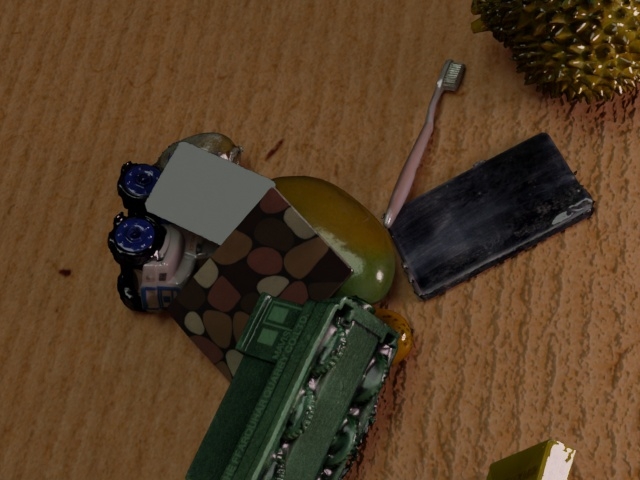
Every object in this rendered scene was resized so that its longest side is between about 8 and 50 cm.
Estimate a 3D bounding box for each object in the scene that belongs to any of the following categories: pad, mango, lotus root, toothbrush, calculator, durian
[{"bbox_3d":[-0.149,-0.060,1.918,0.157,0.003,0.112,25,78,18],"label":"pad"},{"bbox_3d":[0.067,0.124,1.831,0.114,0.057,0.079,1,62,36],"label":"mango"},{"bbox_3d":[-0.189,-0.114,2.098,0.165,0.088,0.088,-15,52,24],"label":"lotus root"},{"bbox_3d":[0.144,-0.138,1.981,0.030,0.025,0.307,10,57,22],"label":"toothbrush"},{"bbox_3d":[0.220,-0.036,1.891,0.262,0.021,0.161,-27,50,6],"label":"calculator"},{"bbox_3d":[0.000,0.000,1.908,0.251,0.114,0.156,27,58,37],"label":"mango"},{"bbox_3d":[0.343,-0.319,1.900,0.258,0.258,0.293,-43,40,-7],"label":"durian"},{"bbox_3d":[-0.084,0.066,1.873,0.158,0.003,0.235,46,108,13],"label":"pad"}]

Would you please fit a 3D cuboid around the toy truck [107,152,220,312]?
[{"bbox_3d":[-0.198,-0.005,2.002,0.177,0.161,0.213,4,57,0],"label":"toy truck"}]

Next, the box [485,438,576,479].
[{"bbox_3d":[0.191,0.358,1.552,0.041,0.153,0.279,27,64,-10],"label":"box"}]

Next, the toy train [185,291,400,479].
[{"bbox_3d":[-0.041,0.212,1.740,0.178,0.138,0.330,14,74,47],"label":"toy train"}]
